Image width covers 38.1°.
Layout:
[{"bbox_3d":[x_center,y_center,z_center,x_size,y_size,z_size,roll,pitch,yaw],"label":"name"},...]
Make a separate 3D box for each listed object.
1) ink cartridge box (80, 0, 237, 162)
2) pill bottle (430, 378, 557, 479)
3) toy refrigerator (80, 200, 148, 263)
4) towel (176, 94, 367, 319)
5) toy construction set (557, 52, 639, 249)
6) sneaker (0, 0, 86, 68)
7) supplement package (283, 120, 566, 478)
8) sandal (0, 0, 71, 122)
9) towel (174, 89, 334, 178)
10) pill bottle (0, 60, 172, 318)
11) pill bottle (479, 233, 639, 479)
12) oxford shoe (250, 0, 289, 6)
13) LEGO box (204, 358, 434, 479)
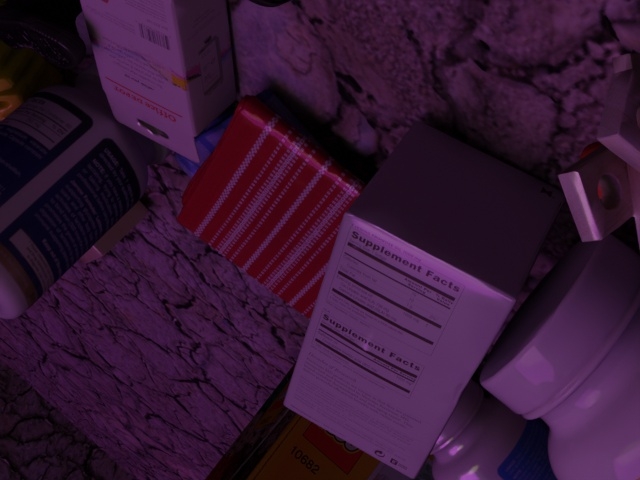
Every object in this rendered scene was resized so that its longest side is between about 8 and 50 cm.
[{"bbox_3d":[-0.142,-0.172,0.824,0.115,0.067,0.198,29,148,20],"label":"ink cartridge box"},{"bbox_3d":[0.195,0.238,0.961,0.221,0.124,0.124,43,152,-5],"label":"pill bottle"},{"bbox_3d":[-0.346,-0.102,1.158,0.269,0.094,0.102,49,155,-13],"label":"toy refrigerator"},{"bbox_3d":[0.000,0.000,0.881,0.275,0.031,0.199,37,139,-3],"label":"towel"},{"bbox_3d":[0.274,-0.031,0.368,0.328,0.215,0.151,8,139,45],"label":"toy construction set"},{"bbox_3d":[-0.248,-0.214,0.856,0.170,0.089,0.051,23,154,41],"label":"sneaker"},{"bbox_3d":[0.077,0.053,0.752,0.134,0.139,0.244,28,135,11],"label":"supplement package"},{"bbox_3d":[-0.369,-0.211,0.963,0.138,0.126,0.317,14,143,15],"label":"sandal"},{"bbox_3d":[-0.014,-0.015,0.942,0.285,0.034,0.209,49,150,-16],"label":"towel"},{"bbox_3d":[-0.272,-0.061,0.940,0.153,0.264,0.153,31,151,19],"label":"pill bottle"},{"bbox_3d":[0.286,0.147,0.646,0.334,0.188,0.188,38,152,5],"label":"pill bottle"},{"bbox_3d":[-0.051,-0.235,0.531,0.096,0.082,0.227,9,141,38],"label":"oxford shoe"},{"bbox_3d":[0.092,0.404,1.065,0.500,0.372,0.193,42,153,-4],"label":"LEGO box"}]
